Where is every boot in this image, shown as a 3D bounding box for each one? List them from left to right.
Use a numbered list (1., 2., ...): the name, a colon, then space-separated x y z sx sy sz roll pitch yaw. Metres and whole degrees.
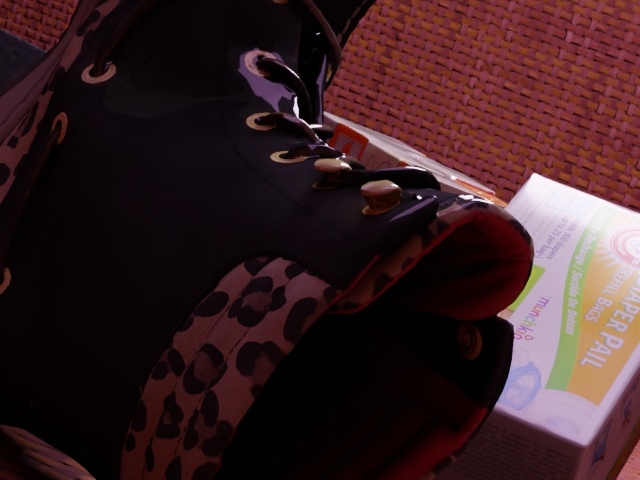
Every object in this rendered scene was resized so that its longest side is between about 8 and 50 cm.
1. boot: -0.013 -0.041 0.822 0.284 0.377 0.138 33 -15 47

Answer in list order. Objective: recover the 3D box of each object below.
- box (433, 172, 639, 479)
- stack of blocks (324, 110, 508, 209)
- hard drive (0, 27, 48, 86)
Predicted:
1. box: 0.115 0.068 0.987 0.114 0.103 0.203 22 38 18
2. stack of blocks: 0.000 0.000 1.327 0.087 0.171 0.297 19 9 -35
3. hard drive: -0.236 -0.093 1.638 0.339 0.064 0.237 28 -17 23
